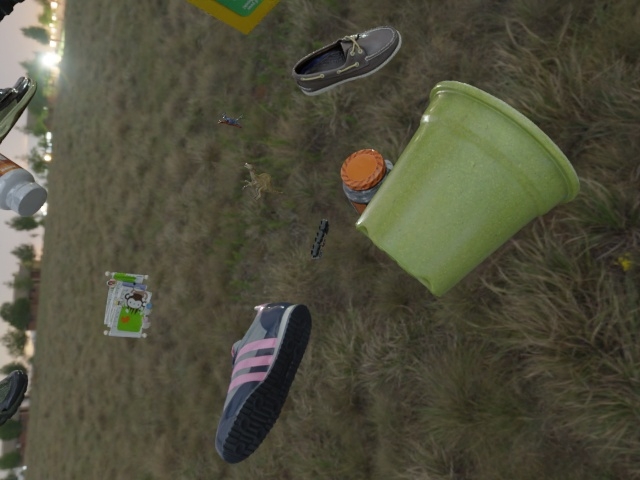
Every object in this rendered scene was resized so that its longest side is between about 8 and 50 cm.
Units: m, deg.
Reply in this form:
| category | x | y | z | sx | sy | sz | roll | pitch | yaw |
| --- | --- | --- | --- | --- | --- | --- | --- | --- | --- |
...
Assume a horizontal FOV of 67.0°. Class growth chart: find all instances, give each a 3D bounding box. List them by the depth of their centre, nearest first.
| category | x | y | z | sx | sy | sz | roll | pitch | yaw |
| --- | --- | --- | --- | --- | --- | --- | --- | --- | --- |
| growth chart | -0.669 | 0.226 | 1.688 | 0.021 | 0.172 | 0.237 | 4 | 91 | 50 |

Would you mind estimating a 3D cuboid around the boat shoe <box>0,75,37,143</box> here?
| category | x | y | z | sx | sy | sz | roll | pitch | yaw |
| --- | --- | --- | --- | --- | --- | --- | --- | --- | --- |
| boat shoe | -0.657 | -0.277 | 0.996 | 0.080 | 0.073 | 0.223 | -27 | 45 | 29 |

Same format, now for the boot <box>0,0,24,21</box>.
| category | x | y | z | sx | sy | sz | roll | pitch | yaw |
| --- | --- | --- | --- | --- | --- | --- | --- | --- | --- |
| boot | -0.554 | -0.468 | 0.609 | 0.445 | 0.146 | 0.367 | 45 | 93 | 10 |

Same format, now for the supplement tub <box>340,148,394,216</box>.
| category | x | y | z | sx | sy | sz | roll | pitch | yaw |
| --- | --- | --- | --- | --- | --- | --- | --- | --- | --- |
| supplement tub | 0.121 | -0.102 | 1.038 | 0.117 | 0.190 | 0.116 | -13 | 57 | 20 |

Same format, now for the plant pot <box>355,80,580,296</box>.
| category | x | y | z | sx | sy | sz | roll | pitch | yaw |
| --- | --- | --- | --- | --- | --- | --- | --- | --- | --- |
| plant pot | 0.201 | -0.060 | 0.766 | 0.254 | 0.276 | 0.276 | -49 | 38 | 4 |

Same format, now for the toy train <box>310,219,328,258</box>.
| category | x | y | z | sx | sy | sz | roll | pitch | yaw |
| --- | --- | --- | --- | --- | --- | --- | --- | --- | --- |
| toy train | 0.000 | 0.000 | 1.445 | 0.027 | 0.036 | 0.158 | -5 | 42 | 22 |

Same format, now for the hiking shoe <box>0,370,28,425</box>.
| category | x | y | z | sx | sy | sz | roll | pitch | yaw |
| --- | --- | --- | --- | --- | --- | --- | --- | --- | --- |
| hiking shoe | -0.701 | 0.338 | 0.959 | 0.086 | 0.227 | 0.114 | 20 | 145 | 42 |

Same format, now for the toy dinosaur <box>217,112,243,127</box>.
| category | x | y | z | sx | sy | sz | roll | pitch | yaw |
| --- | --- | --- | --- | --- | --- | --- | --- | --- | --- |
| toy dinosaur | -0.324 | -0.428 | 1.757 | 0.090 | 0.082 | 0.047 | -50 | 38 | -10 |

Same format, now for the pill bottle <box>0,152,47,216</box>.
| category | x | y | z | sx | sy | sz | roll | pitch | yaw |
| --- | --- | --- | --- | --- | --- | --- | --- | --- | --- |
| pill bottle | -0.833 | -0.156 | 1.258 | 0.121 | 0.216 | 0.121 | -58 | -4 | -7 |

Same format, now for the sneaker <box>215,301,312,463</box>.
| category | x | y | z | sx | sy | sz | roll | pitch | yaw |
| --- | --- | --- | --- | --- | --- | --- | --- | --- | --- |
| sneaker | -0.131 | 0.261 | 0.938 | 0.131 | 0.112 | 0.319 | 3 | 50 | 34 |

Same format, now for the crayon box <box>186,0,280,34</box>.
| category | x | y | z | sx | sy | sz | roll | pitch | yaw |
| --- | --- | --- | --- | --- | --- | --- | --- | --- | --- |
| crayon box | -0.163 | -0.631 | 0.976 | 0.363 | 0.313 | 0.106 | -28 | 66 | 36 |

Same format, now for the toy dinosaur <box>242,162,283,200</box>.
| category | x | y | z | sx | sy | sz | roll | pitch | yaw |
| --- | --- | --- | --- | --- | --- | --- | --- | --- | --- |
| toy dinosaur | -0.190 | -0.173 | 1.581 | 0.092 | 0.183 | 0.053 | -48 | 41 | 1 |

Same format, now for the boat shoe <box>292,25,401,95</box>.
| category | x | y | z | sx | sy | sz | roll | pitch | yaw |
| --- | --- | --- | --- | --- | --- | --- | --- | --- | --- |
| boat shoe | 0.074 | -0.527 | 1.388 | 0.325 | 0.097 | 0.116 | -21 | 74 | 15 |
